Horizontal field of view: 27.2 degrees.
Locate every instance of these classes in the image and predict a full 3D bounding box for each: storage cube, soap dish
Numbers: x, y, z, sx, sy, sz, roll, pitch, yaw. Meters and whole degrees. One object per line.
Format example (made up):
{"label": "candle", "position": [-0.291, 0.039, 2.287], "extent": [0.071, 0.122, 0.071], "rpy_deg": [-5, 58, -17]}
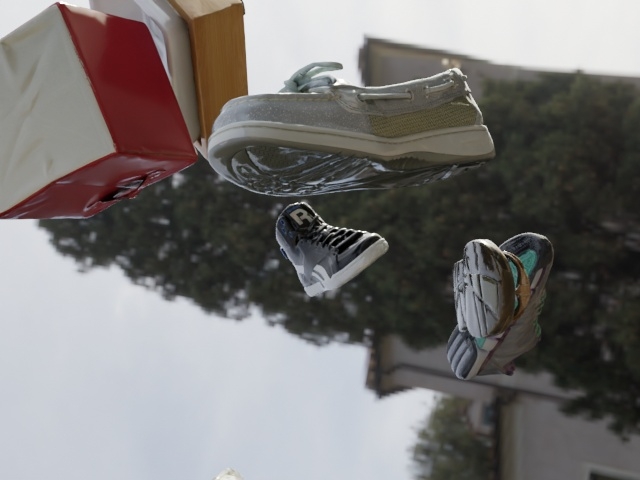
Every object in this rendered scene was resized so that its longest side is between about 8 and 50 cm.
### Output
{"label": "storage cube", "position": [-0.290, -0.145, 1.535], "extent": [0.215, 0.183, 0.193], "rpy_deg": [68, -159, 7]}
{"label": "soap dish", "position": [-0.198, -0.275, 1.713], "extent": [0.118, 0.291, 0.229], "rpy_deg": [-24, -40, -21]}

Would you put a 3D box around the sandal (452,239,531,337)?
{"label": "sandal", "position": [0.162, 0.049, 1.223], "extent": [0.219, 0.060, 0.090], "rpy_deg": [93, 175, -81]}

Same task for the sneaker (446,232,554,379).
{"label": "sneaker", "position": [0.239, 0.079, 1.600], "extent": [0.098, 0.083, 0.224], "rpy_deg": [6, -48, -28]}

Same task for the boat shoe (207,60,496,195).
{"label": "boat shoe", "position": [0.028, -0.102, 1.124], "extent": [0.320, 0.118, 0.103], "rpy_deg": [-5, -102, -44]}

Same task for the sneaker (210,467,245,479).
{"label": "sneaker", "position": [-0.055, 0.311, 1.197], "extent": [0.111, 0.129, 0.297], "rpy_deg": [-46, -34, -23]}

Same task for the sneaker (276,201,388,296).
{"label": "sneaker", "position": [0.000, 0.000, 1.713], "extent": [0.079, 0.217, 0.121], "rpy_deg": [-36, -88, -25]}
